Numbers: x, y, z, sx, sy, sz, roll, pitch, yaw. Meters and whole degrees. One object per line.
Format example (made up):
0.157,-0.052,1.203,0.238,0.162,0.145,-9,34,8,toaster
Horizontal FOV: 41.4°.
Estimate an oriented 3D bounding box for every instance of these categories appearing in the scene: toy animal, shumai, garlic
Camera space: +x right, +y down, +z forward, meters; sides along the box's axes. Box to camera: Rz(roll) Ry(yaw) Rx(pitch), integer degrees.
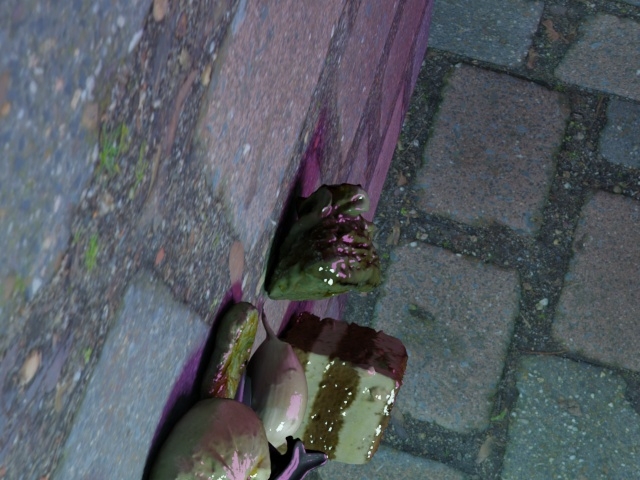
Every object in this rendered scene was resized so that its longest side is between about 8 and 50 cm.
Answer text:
-0.091,0.360,1.377,0.117,0.210,0.121,47,69,-33,toy animal
0.000,0.002,1.555,0.256,0.189,0.218,9,80,-67,shumai
-0.085,0.248,1.480,0.128,0.149,0.266,35,73,-70,garlic

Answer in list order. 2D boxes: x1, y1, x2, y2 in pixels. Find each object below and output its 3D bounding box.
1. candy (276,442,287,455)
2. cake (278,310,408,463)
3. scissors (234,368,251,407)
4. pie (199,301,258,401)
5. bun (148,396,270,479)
-0.117,0.378,1.611,0.085,0.110,0.095,-61,158,-19,candy
0.027,0.339,1.927,0.255,0.291,0.281,-48,156,-70,cake
-0.141,0.300,1.354,0.256,0.125,0.030,-84,162,-53,scissors
-0.139,0.179,1.269,0.187,0.041,0.186,17,90,-83,pie
-0.137,0.317,1.147,0.222,0.128,0.222,-55,155,-40,bun
